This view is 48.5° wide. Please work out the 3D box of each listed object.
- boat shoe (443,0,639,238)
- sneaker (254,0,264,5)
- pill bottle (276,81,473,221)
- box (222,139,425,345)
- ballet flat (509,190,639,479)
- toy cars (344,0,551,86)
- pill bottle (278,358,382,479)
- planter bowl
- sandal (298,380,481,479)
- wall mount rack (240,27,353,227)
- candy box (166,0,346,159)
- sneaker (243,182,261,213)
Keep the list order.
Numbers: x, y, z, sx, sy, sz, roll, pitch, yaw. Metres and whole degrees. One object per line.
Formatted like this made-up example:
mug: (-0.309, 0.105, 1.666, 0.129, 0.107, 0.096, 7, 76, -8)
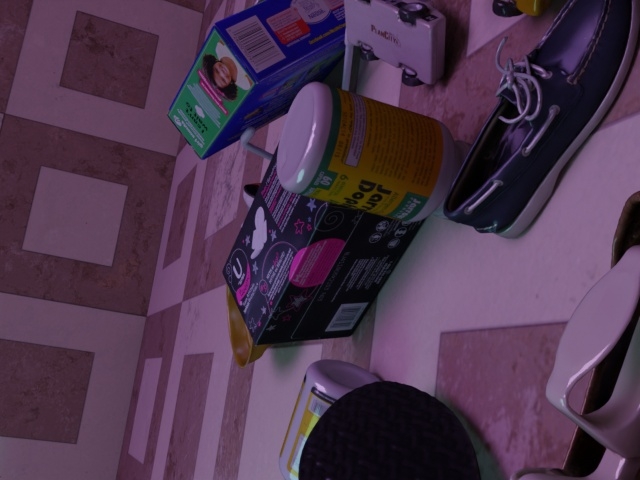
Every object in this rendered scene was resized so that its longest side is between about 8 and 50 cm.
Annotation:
boat shoe: (0.191, -0.120, 0.644, 0.095, 0.079, 0.255, -106, 35, -53)
sneaker: (-0.140, -0.501, 1.746, 0.234, 0.078, 0.106, 127, 146, -55)
pill bottle: (0.068, -0.085, 0.759, 0.117, 0.208, 0.118, -167, 90, -69)
box: (0.000, 0.000, 0.923, 0.142, 0.163, 0.247, 60, 136, 36)
ballet flat: (0.190, 0.124, 0.441, 0.116, 0.124, 0.343, -154, 77, -69)
toy cars: (0.150, -0.294, 0.837, 0.177, 0.087, 0.393, 65, 158, -3)
pill bottle: (0.008, 0.248, 0.872, 0.103, 0.103, 0.184, -134, 59, -66)
planter bowl: (-0.099, 0.109, 1.225, 0.217, 0.090, 0.217, 179, 90, -72)
sandal: (0.086, 0.289, 0.584, 0.446, 0.167, 0.107, -113, 12, -59)
wall mount rack: (-0.005, -0.147, 1.110, 0.304, 0.130, 0.350, -35, 44, 34)
candy box: (-0.096, -0.296, 1.234, 0.122, 0.268, 0.317, 54, 150, 0)
sneaker: (-0.074, -0.007, 1.284, 0.262, 0.099, 0.121, -118, 25, -58)
